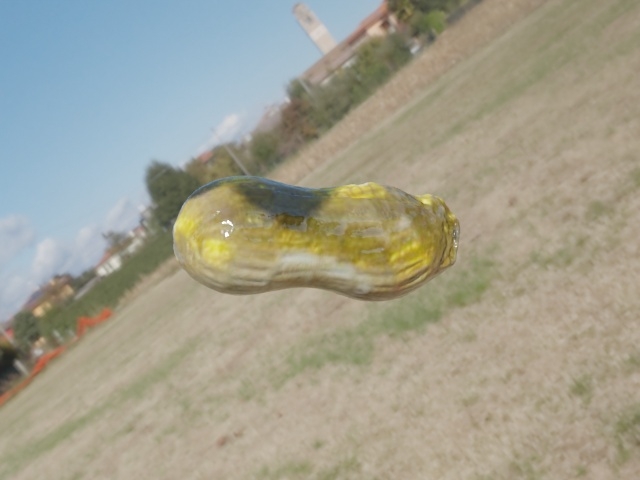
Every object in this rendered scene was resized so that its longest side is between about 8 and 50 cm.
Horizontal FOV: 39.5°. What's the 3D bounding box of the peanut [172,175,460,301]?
[{"bbox_3d":[0.000,0.000,0.624,0.206,0.087,0.087,1,-7,-17],"label":"peanut"}]
